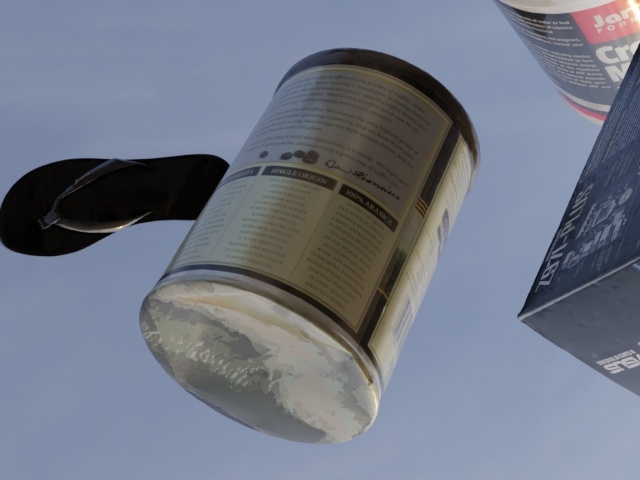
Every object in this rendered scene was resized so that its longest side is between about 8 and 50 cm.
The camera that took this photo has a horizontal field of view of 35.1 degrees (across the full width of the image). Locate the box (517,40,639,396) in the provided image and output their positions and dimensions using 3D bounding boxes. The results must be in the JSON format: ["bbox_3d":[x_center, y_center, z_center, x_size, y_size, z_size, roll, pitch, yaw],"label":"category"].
[{"bbox_3d":[0.169,-0.041,0.382,0.077,0.147,0.180,31,-114,-5],"label":"box"}]

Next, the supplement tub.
[{"bbox_3d":[0.219,-0.218,0.750,0.272,0.191,0.191,35,-115,-49],"label":"supplement tub"}]

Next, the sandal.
[{"bbox_3d":[-0.212,-0.047,1.056,0.254,0.054,0.097,-14,-88,-14],"label":"sandal"}]

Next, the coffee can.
[{"bbox_3d":[0.000,0.000,0.852,0.201,0.201,0.275,44,-130,-20],"label":"coffee can"}]
